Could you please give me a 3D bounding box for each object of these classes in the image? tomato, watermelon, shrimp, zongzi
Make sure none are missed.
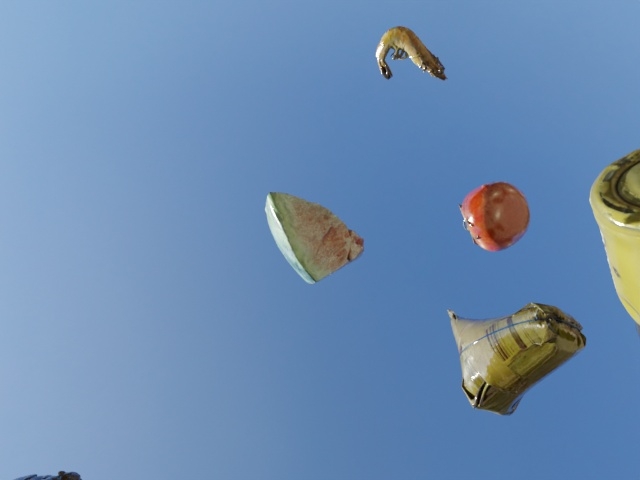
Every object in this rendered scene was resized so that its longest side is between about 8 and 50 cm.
[{"bbox_3d":[0.410,-0.060,1.051,0.167,0.167,0.168,2,-115,-4],"label":"tomato"},{"bbox_3d":[-0.008,0.005,0.574,0.094,0.180,0.081,-49,-133,4],"label":"watermelon"},{"bbox_3d":[0.206,-0.412,1.059,0.178,0.124,0.034,38,-136,-14],"label":"shrimp"},{"bbox_3d":[0.369,0.170,0.913,0.122,0.260,0.289,21,-147,-13],"label":"zongzi"}]

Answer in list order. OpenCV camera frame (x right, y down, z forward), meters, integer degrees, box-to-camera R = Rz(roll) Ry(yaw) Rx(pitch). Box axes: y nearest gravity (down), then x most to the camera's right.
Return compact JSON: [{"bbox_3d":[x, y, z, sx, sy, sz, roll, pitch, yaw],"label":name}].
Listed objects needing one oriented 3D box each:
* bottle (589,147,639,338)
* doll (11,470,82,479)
[{"bbox_3d":[0.498,0.049,0.617,0.171,0.351,0.172,-25,-149,16],"label":"bottle"},{"bbox_3d":[-0.409,0.356,0.615,0.165,0.139,0.057,-18,-101,-13],"label":"doll"}]
